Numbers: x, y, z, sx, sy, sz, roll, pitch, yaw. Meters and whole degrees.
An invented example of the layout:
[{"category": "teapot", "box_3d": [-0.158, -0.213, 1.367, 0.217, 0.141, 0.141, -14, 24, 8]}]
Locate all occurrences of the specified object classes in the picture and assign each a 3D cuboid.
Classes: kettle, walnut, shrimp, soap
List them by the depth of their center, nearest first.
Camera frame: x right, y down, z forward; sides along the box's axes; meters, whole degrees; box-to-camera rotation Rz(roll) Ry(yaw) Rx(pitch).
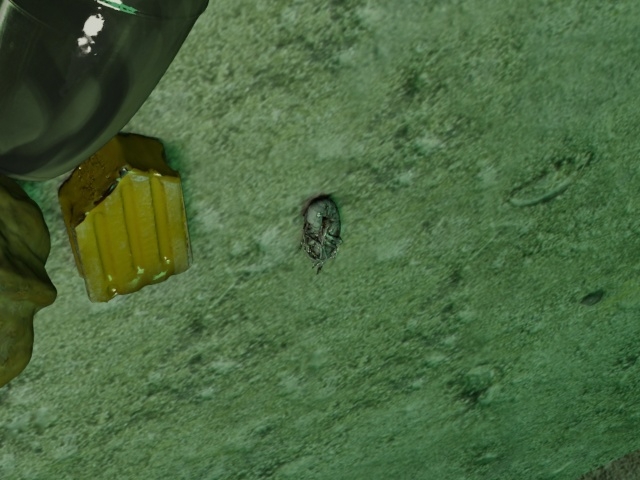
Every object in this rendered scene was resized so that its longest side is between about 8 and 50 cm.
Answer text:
[{"category": "kettle", "box_3d": [-0.253, -0.215, 1.491, 0.324, 0.228, 0.321, -55, 165, 29]}, {"category": "walnut", "box_3d": [-0.462, 0.050, 1.698, 0.253, 0.282, 0.277, -29, 156, 23]}, {"category": "soap", "box_3d": [-0.267, -0.035, 1.900, 0.160, 0.080, 0.257, -21, 144, -15]}, {"category": "shrimp", "box_3d": [0.000, 0.000, 2.162, 0.065, 0.057, 0.165, -26, 138, -34]}]
